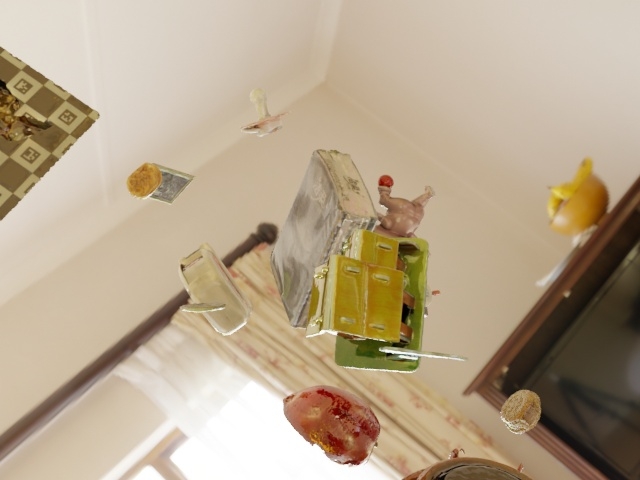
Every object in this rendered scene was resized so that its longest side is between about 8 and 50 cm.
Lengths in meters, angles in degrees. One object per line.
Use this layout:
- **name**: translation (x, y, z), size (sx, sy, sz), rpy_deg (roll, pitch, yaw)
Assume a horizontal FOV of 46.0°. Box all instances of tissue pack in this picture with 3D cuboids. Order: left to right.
- **tissue pack**: translation (0.000, 0.000, 1.978), size (0.124, 0.288, 0.394), rpy_deg (7, -53, -25)

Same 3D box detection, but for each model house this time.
- **model house**: translation (0.138, 0.105, 1.538), size (0.323, 0.340, 0.300), rpy_deg (32, -119, -63)

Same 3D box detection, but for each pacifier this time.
- **pacifier**: translation (-0.100, -0.215, 1.259), size (0.081, 0.078, 0.099), rpy_deg (-7, 15, 35)

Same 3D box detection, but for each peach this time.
- **peach**: translation (0.029, 0.448, 1.913), size (0.154, 0.267, 0.159), rpy_deg (-56, -17, 5)

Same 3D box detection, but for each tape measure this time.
- **tape measure**: translation (-0.316, 0.146, 2.223), size (0.130, 0.258, 0.265), rpy_deg (-33, 6, 0)

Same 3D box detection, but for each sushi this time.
- **sushi**: translation (-0.743, -0.241, 1.694), size (0.359, 0.343, 0.064), rpy_deg (-55, -2, -25)

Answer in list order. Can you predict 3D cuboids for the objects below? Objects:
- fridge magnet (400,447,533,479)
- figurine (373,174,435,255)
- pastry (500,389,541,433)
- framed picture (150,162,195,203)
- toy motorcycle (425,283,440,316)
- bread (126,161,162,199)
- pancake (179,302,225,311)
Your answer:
- **fridge magnet**: translation (0.289, 0.523, 1.353), size (0.363, 0.363, 0.155), rpy_deg (-27, -48, -53)
- **figurine**: translation (0.197, -0.024, 2.023), size (0.176, 0.186, 0.288), rpy_deg (11, -89, -49)
- **pastry**: translation (0.476, 0.405, 1.793), size (0.109, 0.057, 0.097), rpy_deg (-39, 18, 27)
- **framed picture**: translation (-0.521, -0.184, 2.493), size (0.142, 0.011, 0.183), rpy_deg (-44, -34, 22)
- **toy motorcycle**: translation (0.205, 0.152, 1.811), size (0.150, 0.102, 0.221), rpy_deg (-17, -22, 18)
- **bread**: translation (-0.499, -0.168, 2.148), size (0.110, 0.083, 0.044), rpy_deg (-43, -11, 4)
- **pancake**: translation (-0.269, 0.152, 1.731), size (0.108, 0.108, 0.017), rpy_deg (-5, -85, -68)
